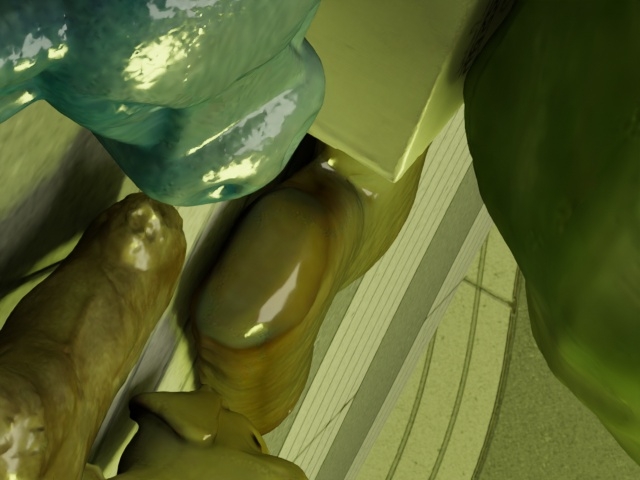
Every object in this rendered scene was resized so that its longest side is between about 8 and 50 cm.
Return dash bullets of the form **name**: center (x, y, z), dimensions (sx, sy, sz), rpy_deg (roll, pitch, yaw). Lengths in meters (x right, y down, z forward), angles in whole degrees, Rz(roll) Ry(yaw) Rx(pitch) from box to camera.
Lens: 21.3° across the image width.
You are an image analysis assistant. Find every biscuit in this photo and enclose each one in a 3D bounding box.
- **biscuit**: center (0.000, 0.000, 1.030), dimensions (0.237, 0.062, 0.291), rpy_deg (-58, 173, -19)

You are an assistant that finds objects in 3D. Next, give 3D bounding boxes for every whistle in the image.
- **whistle**: center (-0.041, -0.085, 0.412), dimensions (0.180, 0.093, 0.269), rpy_deg (-35, 165, -11)

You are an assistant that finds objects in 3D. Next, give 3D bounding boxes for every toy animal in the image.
- **toy animal**: center (-0.095, 0.182, 0.877), dimensions (0.233, 0.121, 0.168), rpy_deg (-61, 174, -12)

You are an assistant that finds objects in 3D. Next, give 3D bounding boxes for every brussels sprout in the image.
- **brussels sprout**: center (0.186, -0.060, 0.616), dimensions (0.328, 0.247, 0.328), rpy_deg (-44, 177, -2)

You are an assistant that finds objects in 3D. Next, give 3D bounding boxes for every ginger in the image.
- **ginger**: center (-0.126, 0.091, 0.573), dimensions (0.334, 0.081, 0.148), rpy_deg (-55, 154, -38)

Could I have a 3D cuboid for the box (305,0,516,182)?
- **box**: center (0.066, -0.181, 0.647), dimensions (0.194, 0.111, 0.260), rpy_deg (-48, 167, -50)
